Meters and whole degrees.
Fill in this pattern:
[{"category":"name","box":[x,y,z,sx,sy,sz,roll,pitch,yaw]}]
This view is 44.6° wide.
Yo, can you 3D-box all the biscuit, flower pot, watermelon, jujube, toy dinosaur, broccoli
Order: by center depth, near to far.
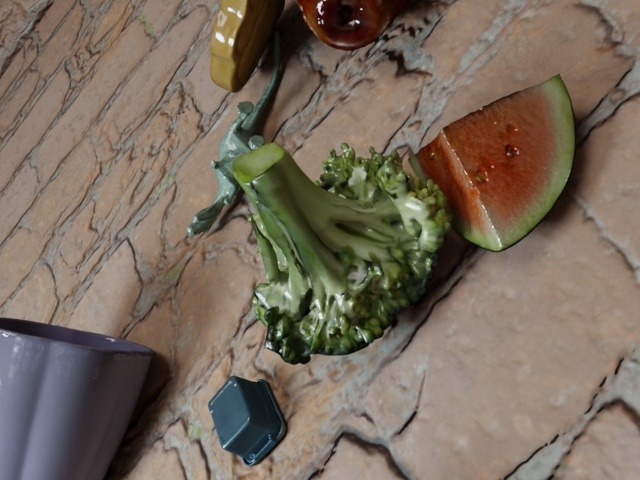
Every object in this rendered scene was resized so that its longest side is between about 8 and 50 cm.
[{"category":"watermelon","box":[0.174,-0.079,0.833,0.145,0.137,0.193,132,161,-77]},{"category":"broccoli","box":[0.000,0.000,0.838,0.262,0.243,0.247,0,53,42]},{"category":"jujube","box":[0.042,-0.380,1.085,0.197,0.197,0.290,-32,35,30]},{"category":"flower pot","box":[-0.391,0.248,1.125,0.265,0.265,0.243,6,85,49]},{"category":"biscuit","box":[-0.089,-0.388,1.191,0.312,0.057,0.351,-72,2,-58]},{"category":"toy dinosaur","box":[-0.105,-0.178,1.202,0.383,0.076,0.129,-64,14,-17]}]

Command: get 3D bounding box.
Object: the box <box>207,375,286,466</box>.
[{"category":"box","box":[-0.094,0.215,0.952,0.074,0.054,0.099,-47,39,12]}]
